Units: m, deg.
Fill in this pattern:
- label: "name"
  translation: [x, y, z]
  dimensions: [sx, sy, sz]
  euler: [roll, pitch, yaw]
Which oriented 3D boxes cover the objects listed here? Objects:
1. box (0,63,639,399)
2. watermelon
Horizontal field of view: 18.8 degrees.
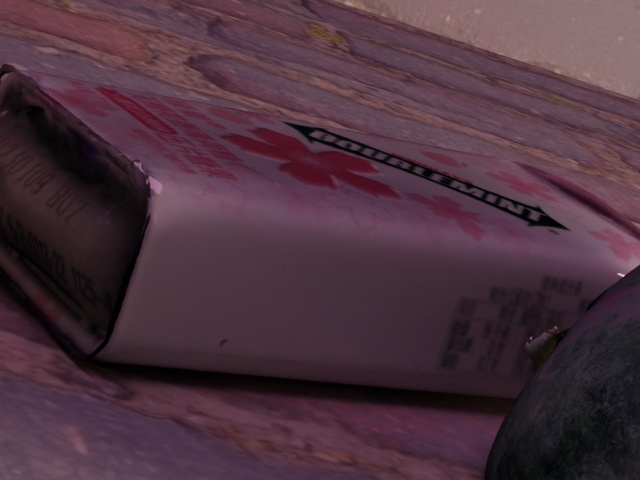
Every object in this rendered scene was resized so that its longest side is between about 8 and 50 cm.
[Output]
- label: "box"
  translation: [0.000, 0.000, 1.045]
  dimensions: [0.370, 0.112, 0.190]
  euler: [9, 16, -38]
- label: "watermelon"
  translation: [0.193, 0.052, 0.938]
  dimensions: [0.175, 0.188, 0.322]
  euler: [22, 15, 15]
